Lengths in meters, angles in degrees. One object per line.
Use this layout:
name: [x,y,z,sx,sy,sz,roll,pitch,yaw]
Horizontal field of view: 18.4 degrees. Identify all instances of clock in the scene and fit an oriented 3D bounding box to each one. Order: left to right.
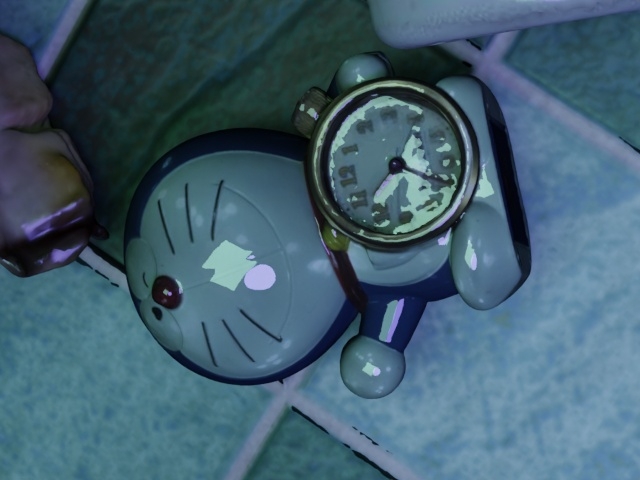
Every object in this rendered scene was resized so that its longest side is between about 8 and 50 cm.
clock: [0.000,0.000,1.184,0.243,0.146,0.199,-15,88,15]

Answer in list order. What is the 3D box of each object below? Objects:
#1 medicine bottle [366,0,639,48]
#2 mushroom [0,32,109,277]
medicine bottle: [0.102,-0.301,1.073,0.211,0.211,0.371,-7,96,18]
mushroom: [-0.309,-0.150,1.192,0.224,0.313,0.397,-16,87,16]
